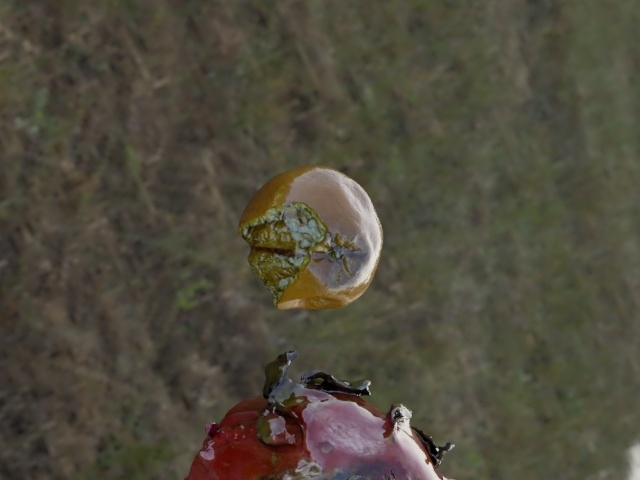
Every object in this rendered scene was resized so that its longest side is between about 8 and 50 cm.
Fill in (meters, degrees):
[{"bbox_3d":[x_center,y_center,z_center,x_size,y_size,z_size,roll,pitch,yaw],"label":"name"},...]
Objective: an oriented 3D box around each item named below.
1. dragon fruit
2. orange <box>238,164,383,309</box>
[{"bbox_3d":[0.024,0.268,1.636,0.291,0.269,0.250,25,1,27],"label":"dragon fruit"},{"bbox_3d":[0.000,0.000,0.963,0.086,0.062,0.086,-7,102,-36],"label":"orange"}]
